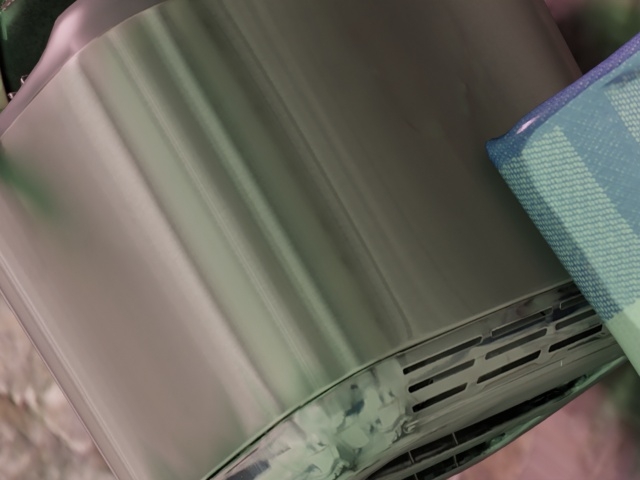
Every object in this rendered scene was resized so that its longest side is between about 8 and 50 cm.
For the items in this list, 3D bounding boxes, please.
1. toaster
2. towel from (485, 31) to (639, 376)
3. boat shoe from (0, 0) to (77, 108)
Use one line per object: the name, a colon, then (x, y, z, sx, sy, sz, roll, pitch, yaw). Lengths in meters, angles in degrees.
toaster: (0.000, 0.000, 0.570, 0.129, 0.227, 0.146, -43, 72, 40)
towel: (0.201, 0.030, 0.484, 0.209, 0.034, 0.285, -39, 82, 19)
boat shoe: (-0.095, -0.165, 0.725, 0.079, 0.084, 0.233, -2, 92, 1)
